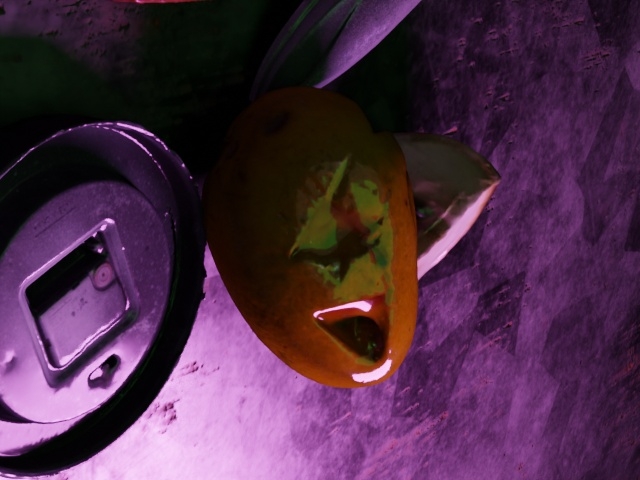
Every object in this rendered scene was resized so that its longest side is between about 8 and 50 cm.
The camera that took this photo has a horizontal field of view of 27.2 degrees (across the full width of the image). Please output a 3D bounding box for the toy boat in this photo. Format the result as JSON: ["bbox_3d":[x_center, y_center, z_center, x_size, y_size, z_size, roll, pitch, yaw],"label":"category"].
[{"bbox_3d":[0.028,-0.277,1.606,0.319,0.092,0.141,-46,155,-10],"label":"toy boat"}]

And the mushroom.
[{"bbox_3d":[0.070,-0.005,1.775,0.292,0.212,0.217,-54,-179,-25],"label":"mushroom"}]

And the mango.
[{"bbox_3d":[0.000,0.000,1.540,0.253,0.182,0.364,-22,101,-16],"label":"mango"}]

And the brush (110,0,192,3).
[{"bbox_3d":[-0.140,-0.288,1.421,0.323,0.051,0.070,-10,106,-48],"label":"brush"}]

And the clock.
[{"bbox_3d":[-0.272,0.055,1.374,0.386,0.076,0.386,-28,127,-44],"label":"clock"}]
